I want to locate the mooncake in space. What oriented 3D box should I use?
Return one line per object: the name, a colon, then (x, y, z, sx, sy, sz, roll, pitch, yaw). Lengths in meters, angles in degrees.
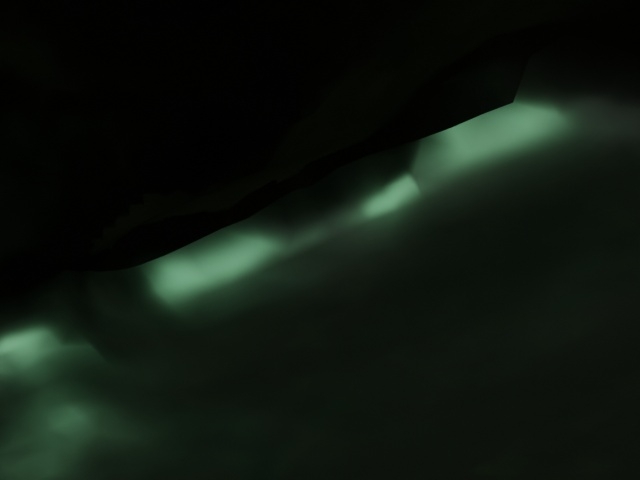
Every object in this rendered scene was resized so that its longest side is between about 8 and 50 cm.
mooncake: (0.000, 0.000, 0.603, 0.381, 0.212, 0.350, -8, 141, 7)
